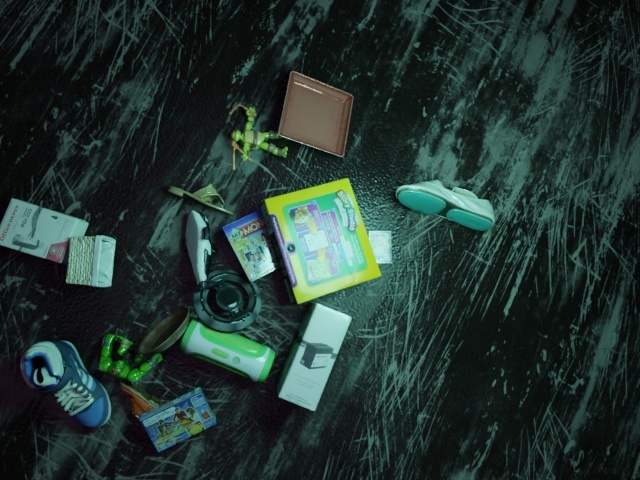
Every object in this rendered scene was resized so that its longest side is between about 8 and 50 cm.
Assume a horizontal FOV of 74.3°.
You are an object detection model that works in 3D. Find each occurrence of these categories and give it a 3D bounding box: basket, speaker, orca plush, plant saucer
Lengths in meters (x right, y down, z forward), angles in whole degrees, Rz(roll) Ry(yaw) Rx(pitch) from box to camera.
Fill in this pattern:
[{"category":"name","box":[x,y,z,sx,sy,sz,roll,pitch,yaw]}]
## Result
[{"category":"basket","box":[-0.753,0.068,1.389,0.103,0.113,0.167,3,83,-3]},{"category":"speaker","box":[-0.306,0.365,1.402,0.297,0.131,0.131,24,81,-5]},{"category":"orca plush","box":[-0.383,0.034,1.445,0.102,0.151,0.287,9,46,-47]},{"category":"plant saucer","box":[-0.495,0.299,1.363,0.199,0.198,0.036,-40,111,-10]},{"category":"plant saucer","box":[-0.019,-0.456,1.553,0.259,0.048,0.258,15,77,-22]}]

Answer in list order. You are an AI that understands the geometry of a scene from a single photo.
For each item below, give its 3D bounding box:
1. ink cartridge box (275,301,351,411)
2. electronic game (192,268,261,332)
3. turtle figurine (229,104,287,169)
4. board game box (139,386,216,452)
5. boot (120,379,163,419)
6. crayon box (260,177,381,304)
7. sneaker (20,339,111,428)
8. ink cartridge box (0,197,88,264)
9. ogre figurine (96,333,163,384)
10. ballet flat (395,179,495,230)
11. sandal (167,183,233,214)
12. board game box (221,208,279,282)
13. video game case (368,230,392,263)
[{"category":"ink cartridge box","box":[-0.028,0.367,1.395,0.129,0.223,0.307,24,81,-4]},{"category":"electronic game","box":[-0.312,0.200,1.427,0.229,0.048,0.229,10,55,-15]},{"category":"turtle figurine","box":[-0.230,-0.352,1.520,0.217,0.087,0.269,7,67,-17]},{"category":"board game box","box":[-0.462,0.585,1.382,0.201,0.035,0.136,-23,106,-11]},{"category":"boot","box":[-0.604,0.527,1.382,0.158,0.059,0.084,40,85,-3]},{"category":"crayon box","box":[0.000,0.000,1.452,0.313,0.106,0.362,-16,85,-19]},{"category":"sneaker","box":[-0.779,0.451,1.274,0.130,0.236,0.322,-30,88,-10]},{"category":"ink cartridge box","box":[-0.913,-0.027,1.387,0.218,0.092,0.158,18,81,-4]},{"category":"ogre figurine","box":[-0.632,0.391,1.379,0.197,0.097,0.118,30,62,-18]},{"category":"ballet flat","box":[0.468,-0.153,1.587,0.400,0.139,0.139,18,81,-10]},{"category":"sandal","box":[-0.407,-0.166,1.475,0.240,0.088,0.079,19,87,0]},{"category":"board game box","box":[-0.156,-0.016,1.492,0.317,0.046,0.213,-28,89,-18]},{"category":"video game case","box":[0.223,0.025,1.578,0.087,0.011,0.122,0,84,-8]}]
